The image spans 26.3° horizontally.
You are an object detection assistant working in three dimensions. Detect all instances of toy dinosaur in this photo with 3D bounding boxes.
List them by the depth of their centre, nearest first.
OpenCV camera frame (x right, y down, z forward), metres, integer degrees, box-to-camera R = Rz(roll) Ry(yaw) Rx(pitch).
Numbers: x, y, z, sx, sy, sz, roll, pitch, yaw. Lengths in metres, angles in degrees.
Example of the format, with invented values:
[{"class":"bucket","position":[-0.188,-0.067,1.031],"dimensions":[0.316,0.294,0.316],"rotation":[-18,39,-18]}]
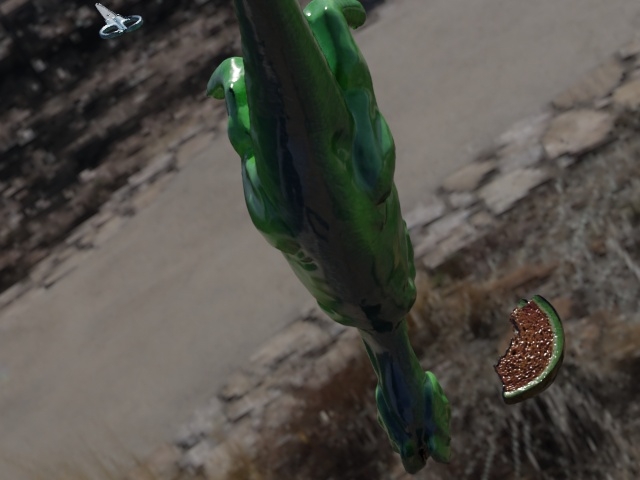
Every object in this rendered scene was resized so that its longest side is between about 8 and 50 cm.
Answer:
[{"class":"toy dinosaur","position":[0.000,0.000,0.953],"dimensions":[0.144,0.374,0.500],"rotation":[-18,-5,8]}]

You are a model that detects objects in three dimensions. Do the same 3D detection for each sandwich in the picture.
[{"class":"sandwich","position":[0.221,0.117,1.435],"dimensions":[0.067,0.029,0.135],"rotation":[8,55,19]}]

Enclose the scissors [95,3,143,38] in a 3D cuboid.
[{"class":"scissors","position":[-0.169,-0.179,1.102],"dimensions":[0.036,0.006,0.083],"rotation":[-26,32,-14]}]
